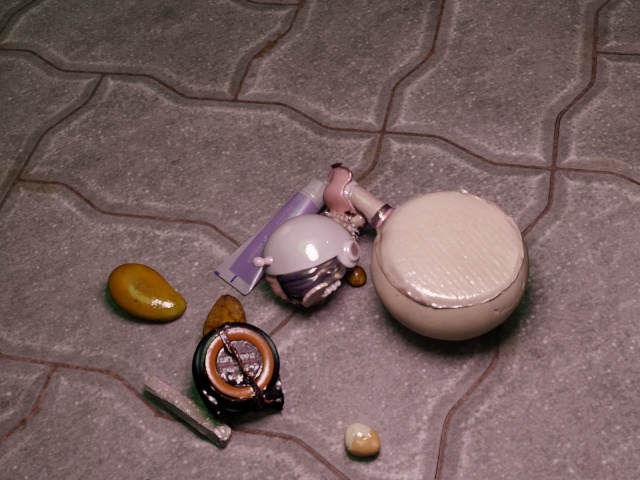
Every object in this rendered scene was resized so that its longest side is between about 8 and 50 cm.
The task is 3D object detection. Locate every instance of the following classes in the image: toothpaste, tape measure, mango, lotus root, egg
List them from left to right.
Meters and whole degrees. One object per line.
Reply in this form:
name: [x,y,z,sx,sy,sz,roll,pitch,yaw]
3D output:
mango: [-0.451,0.138,2.144,0.228,0.099,0.136,28,54,17]
lotus root: [-0.234,0.195,2.064,0.108,0.094,0.190,15,44,-16]
tape measure: [-0.193,0.298,1.918,0.202,0.135,0.222,-8,76,-18]
toothpaste: [-0.118,-0.019,2.223,0.125,0.080,0.371,33,69,29]
egg: [0.092,0.439,1.829,0.083,0.071,0.071,12,55,14]

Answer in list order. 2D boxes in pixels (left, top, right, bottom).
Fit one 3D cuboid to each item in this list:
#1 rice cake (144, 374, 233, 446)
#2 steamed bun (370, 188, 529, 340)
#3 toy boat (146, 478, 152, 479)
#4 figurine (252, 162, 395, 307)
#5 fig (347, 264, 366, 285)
rice cake: [-0.309,0.396,1.941,0.270,0.055,0.049,27,46,27]
steamed bun: [0.301,0.076,1.967,0.375,0.241,0.374,-3,48,3]
toy boat: [-0.278,0.580,1.765,0.246,0.103,0.092,13,80,13]
figurine: [-0.004,0.002,2.096,0.211,0.253,0.361,41,66,-8]
fig: [0.089,0.081,2.129,0.050,0.050,0.083,-14,33,-1]
